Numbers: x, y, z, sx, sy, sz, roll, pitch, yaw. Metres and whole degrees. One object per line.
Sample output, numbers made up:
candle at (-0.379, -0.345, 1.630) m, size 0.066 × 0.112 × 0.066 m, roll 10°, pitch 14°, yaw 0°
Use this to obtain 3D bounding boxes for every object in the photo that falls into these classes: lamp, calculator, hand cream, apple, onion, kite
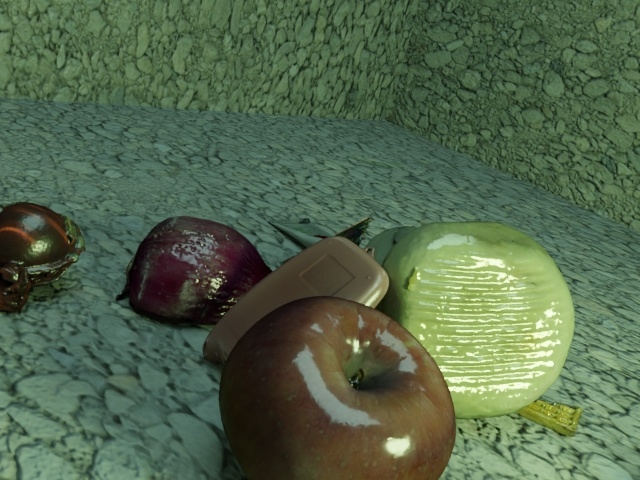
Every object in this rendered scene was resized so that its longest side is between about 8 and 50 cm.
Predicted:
lamp at (-0.539, 0.011, 1.210) m, size 0.215 × 0.151 × 0.223 m, roll 14°, pitch 23°, yaw 12°
calculator at (-0.040, 0.113, 1.110) m, size 0.330 × 0.048 × 0.220 m, roll -40°, pitch 38°, yaw -8°
hand cream at (0.000, 0.000, 1.710) m, size 0.121 × 0.076 × 0.336 m, roll 1°, pitch 18°, yaw -33°
apple at (0.015, 0.222, 0.883) m, size 0.306 × 0.235 × 0.305 m, roll 15°, pitch 39°, yaw -12°
onion at (-0.190, 0.051, 1.316) m, size 0.349 × 0.159 × 0.267 m, roll 12°, pitch 24°, yaw -2°
kite at (0.016, 0.049, 1.543) m, size 0.234 × 0.016 × 0.321 m, roll -2°, pitch 38°, yaw 25°

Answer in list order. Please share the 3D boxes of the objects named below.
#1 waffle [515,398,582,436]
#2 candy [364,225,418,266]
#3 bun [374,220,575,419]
waffle at (0.389, 0.296, 1.237) m, size 0.153 × 0.023 × 0.097 m, roll 21°, pitch 21°, yaw 20°
candy at (0.209, 0.096, 1.411) m, size 0.296 × 0.185 × 0.295 m, roll 30°, pitch 25°, yaw -16°
bun at (0.238, 0.127, 1.173) m, size 0.361 × 0.361 × 0.213 m, roll 9°, pitch 3°, yaw -13°
